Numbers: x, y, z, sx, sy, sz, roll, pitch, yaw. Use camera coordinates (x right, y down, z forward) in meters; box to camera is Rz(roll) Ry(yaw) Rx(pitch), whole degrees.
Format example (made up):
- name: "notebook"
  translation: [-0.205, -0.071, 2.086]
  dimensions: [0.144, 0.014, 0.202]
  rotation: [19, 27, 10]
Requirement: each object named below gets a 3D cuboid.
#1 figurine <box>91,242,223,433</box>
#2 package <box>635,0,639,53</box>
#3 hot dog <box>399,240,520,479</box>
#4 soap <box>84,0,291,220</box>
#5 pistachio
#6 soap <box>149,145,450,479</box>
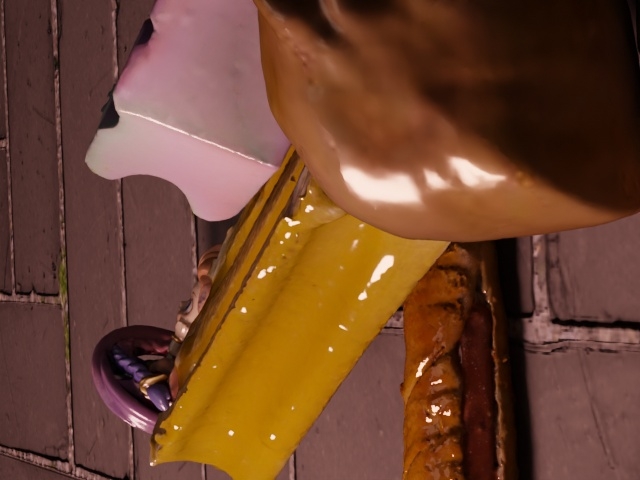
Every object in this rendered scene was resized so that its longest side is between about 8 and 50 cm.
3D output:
- name: "figurine"
  translation: [-0.082, 0.079, 1.313]
  dimensions: [0.157, 0.126, 0.114]
  rotation: [-40, 88, 15]
- name: "package"
  translation: [0.199, -0.070, 0.740]
  dimensions: [0.168, 0.090, 0.226]
  rotation: [-47, 47, 53]
- name: "hot dog"
  translation: [0.079, 0.128, 1.035]
  dimensions: [0.088, 0.061, 0.286]
  rotation: [161, 106, -72]
- name: "soap"
  translation: [-0.065, -0.118, 1.128]
  dimensions: [0.193, 0.109, 0.324]
  rotation: [-63, 9, 7]
- name: "pistachio"
  translation: [0.068, -0.092, 0.845]
  dimensions: [0.163, 0.213, 0.260]
  rotation: [-46, 6, 22]
- name: "soap"
  translation: [0.000, 0.000, 1.062]
  dimensions: [0.315, 0.091, 0.199]
  rotation: [123, 167, -47]
